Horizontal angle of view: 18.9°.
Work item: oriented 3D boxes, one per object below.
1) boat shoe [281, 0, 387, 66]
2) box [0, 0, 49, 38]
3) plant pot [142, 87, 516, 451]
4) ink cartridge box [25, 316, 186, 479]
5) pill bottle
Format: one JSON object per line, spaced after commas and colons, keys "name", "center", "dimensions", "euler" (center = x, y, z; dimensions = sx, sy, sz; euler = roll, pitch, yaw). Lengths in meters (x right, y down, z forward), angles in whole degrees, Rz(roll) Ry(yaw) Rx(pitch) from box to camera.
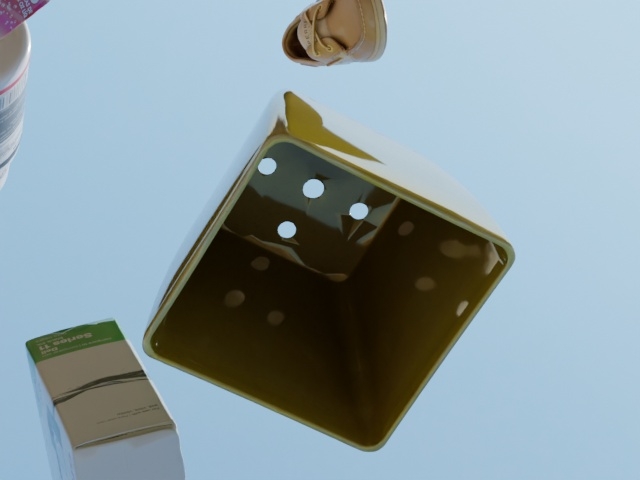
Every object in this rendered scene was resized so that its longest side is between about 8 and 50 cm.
{"name": "boat shoe", "center": [0.009, -0.170, 1.578], "dimensions": [0.059, 0.063, 0.170], "euler": [-10, 177, -16]}
{"name": "box", "center": [-0.292, -0.238, 1.230], "dimensions": [0.128, 0.257, 0.122], "euler": [25, -124, 38]}
{"name": "plant pot", "center": [0.000, 0.000, 1.511], "dimensions": [0.212, 0.212, 0.187], "euler": [25, -155, -17]}
{"name": "ink cartridge box", "center": [-0.172, 0.177, 1.570], "dimensions": [0.087, 0.153, 0.208], "euler": [-13, -156, -14]}
{"name": "pill bottle", "center": [-0.436, -0.166, 2.304], "dimensions": [0.161, 0.283, 0.161], "euler": [6, -121, -10]}
